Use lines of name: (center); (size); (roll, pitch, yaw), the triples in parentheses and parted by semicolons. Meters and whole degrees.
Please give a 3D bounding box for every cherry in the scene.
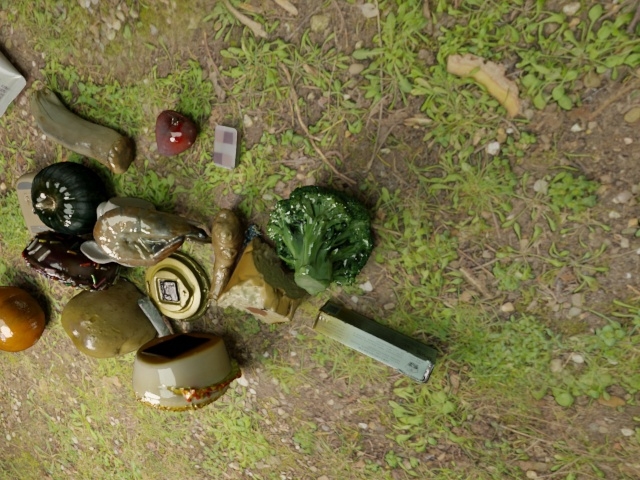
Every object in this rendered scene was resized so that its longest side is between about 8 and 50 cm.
cherry: (-0.374, -0.279, 1.145); (0.126, 0.087, 0.106); (-23, 106, 44)

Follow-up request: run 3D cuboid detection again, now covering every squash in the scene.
squash: (-0.717, -0.119, 1.283); (0.218, 0.172, 0.218); (0, 93, -1)

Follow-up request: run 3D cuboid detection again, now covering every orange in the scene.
orange: (-1.073, 0.269, 1.556); (0.240, 0.171, 0.240); (16, 122, 28)

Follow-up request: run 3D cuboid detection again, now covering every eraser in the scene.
eraser: (-0.238, -0.239, 1.139); (0.065, 0.026, 0.105); (15, 113, 13)

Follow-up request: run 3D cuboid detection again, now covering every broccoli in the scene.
broccoli: (0.000, 0.000, 1.029); (0.262, 0.241, 0.269); (27, 147, -10)

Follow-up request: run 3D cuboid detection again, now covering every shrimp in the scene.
shrimp: (-0.436, 0.000, 1.199); (0.317, 0.077, 0.168); (10, 113, -15)

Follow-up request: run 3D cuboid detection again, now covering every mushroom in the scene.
mushroom: (-0.675, -0.305, 1.252); (0.351, 0.095, 0.122); (32, 97, 7)

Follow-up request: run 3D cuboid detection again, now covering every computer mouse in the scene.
computer mouse: (-0.859, -0.098, 1.395); (0.145, 0.082, 0.236); (-2, 109, 21)

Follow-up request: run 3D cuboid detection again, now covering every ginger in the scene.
ginger: (-0.258, 0.052, 1.196); (0.086, 0.131, 0.294); (5, 116, -19)

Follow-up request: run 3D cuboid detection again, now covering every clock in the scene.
clock: (-0.439, 0.146, 1.335); (0.237, 0.057, 0.236); (7, 110, 20)

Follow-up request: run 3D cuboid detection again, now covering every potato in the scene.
potato: (-0.665, 0.249, 1.373); (0.285, 0.242, 0.242); (47, 117, 3)

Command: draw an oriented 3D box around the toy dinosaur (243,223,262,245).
toy dinosaur: (-0.177, -0.004, 1.194); (0.047, 0.030, 0.083); (17, 114, 17)

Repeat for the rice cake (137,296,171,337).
rice cake: (-0.498, 0.267, 1.387); (0.043, 0.034, 0.210); (10, 129, 59)

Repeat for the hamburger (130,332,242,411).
hamburger: (-0.389, 0.377, 1.276); (0.294, 0.276, 0.179); (1, 98, 26)

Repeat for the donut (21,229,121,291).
donut: (-0.717, 0.056, 1.307); (0.270, 0.270, 0.103); (25, 91, 11)

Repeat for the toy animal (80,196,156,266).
toy animal: (-0.554, -0.026, 1.259); (0.179, 0.127, 0.193); (17, 106, -17)

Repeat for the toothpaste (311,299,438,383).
toothpaste: (0.138, 0.250, 1.131); (0.313, 0.089, 0.071); (23, 108, 13)

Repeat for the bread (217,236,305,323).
bread: (-0.154, 0.151, 1.128); (0.184, 0.211, 0.224); (29, 110, -14)

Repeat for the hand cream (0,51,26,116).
hand cream: (-1.014, -0.555, 1.293); (0.186, 0.118, 0.358); (-31, 103, 25)
